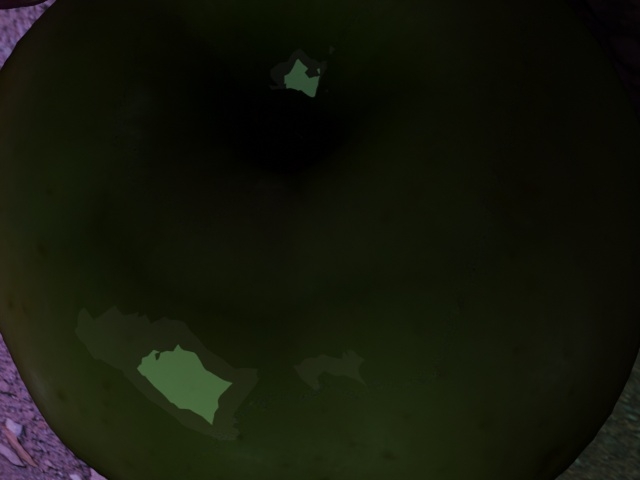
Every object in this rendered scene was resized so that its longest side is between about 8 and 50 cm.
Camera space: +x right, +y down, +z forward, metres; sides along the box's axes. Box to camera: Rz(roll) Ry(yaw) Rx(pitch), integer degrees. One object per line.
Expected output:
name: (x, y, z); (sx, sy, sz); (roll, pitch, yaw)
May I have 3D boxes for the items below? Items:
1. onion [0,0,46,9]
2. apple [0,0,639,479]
onion: (-0.268, -0.274, 1.369); (0.207, 0.200, 0.200); (8, 137, 20)
apple: (0.000, 0.000, 1.152); (0.474, 0.473, 0.473); (29, 146, 21)
